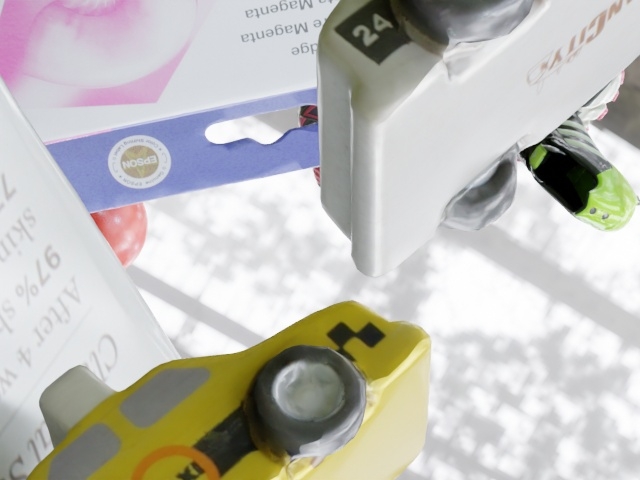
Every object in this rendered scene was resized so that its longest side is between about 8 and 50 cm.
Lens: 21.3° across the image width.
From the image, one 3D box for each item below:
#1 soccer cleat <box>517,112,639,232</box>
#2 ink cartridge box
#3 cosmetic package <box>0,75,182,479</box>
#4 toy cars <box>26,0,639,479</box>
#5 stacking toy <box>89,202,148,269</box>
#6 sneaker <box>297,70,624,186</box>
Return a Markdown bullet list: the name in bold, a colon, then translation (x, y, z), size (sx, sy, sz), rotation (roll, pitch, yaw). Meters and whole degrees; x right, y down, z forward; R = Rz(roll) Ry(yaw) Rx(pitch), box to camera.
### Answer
- **soccer cleat**: translation (0.189, -0.072, 1.378), size (0.060, 0.072, 0.179), rotation (-57, -136, 19)
- **ink cartridge box**: translation (-0.056, -0.166, 1.088), size (0.071, 0.324, 0.330), rotation (-100, 178, -59)
- **cosmetic package**: translation (-0.256, 0.136, 0.632), size (0.327, 0.393, 0.329), rotation (-5, -143, 36)
- **toy cars**: translation (0.000, 0.000, 0.517), size (0.393, 0.087, 0.176), rotation (-57, 156, 15)
- **stacking toy**: translation (-0.284, 0.051, 1.344), size (0.330, 0.141, 0.141), rotation (-33, -164, -3)
- **sneaker**: translation (0.127, -0.129, 1.534), size (0.299, 0.112, 0.121), rotation (-16, -149, 3)
